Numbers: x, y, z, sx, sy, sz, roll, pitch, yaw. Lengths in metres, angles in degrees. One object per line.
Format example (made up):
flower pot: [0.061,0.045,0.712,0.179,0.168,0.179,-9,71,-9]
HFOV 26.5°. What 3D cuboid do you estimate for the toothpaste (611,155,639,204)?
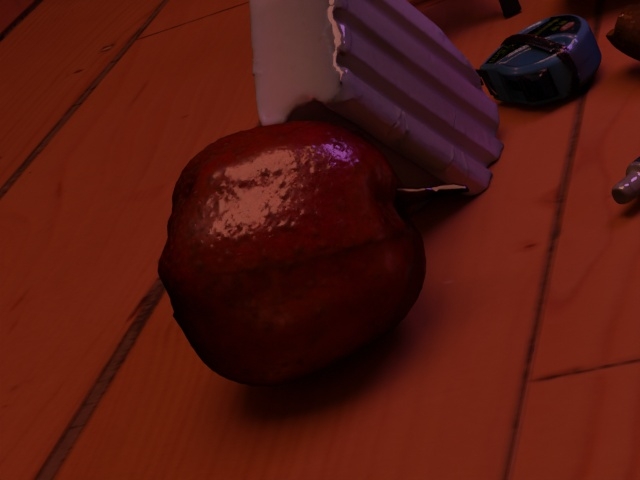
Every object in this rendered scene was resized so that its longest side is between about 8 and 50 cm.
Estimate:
toothpaste: [0.373,-0.098,1.398,0.216,0.037,0.062,-36,26,-29]

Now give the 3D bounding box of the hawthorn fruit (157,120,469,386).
hawthorn fruit: [0.000,0.000,1.310,0.300,0.254,0.254,-17,27,19]

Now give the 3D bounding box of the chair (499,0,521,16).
chair: [0.104,-0.503,1.977,0.203,0.416,0.240,-26,25,2]

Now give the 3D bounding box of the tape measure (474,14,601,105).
tape measure: [0.278,-0.225,1.676,0.125,0.081,0.146,-38,28,-18]

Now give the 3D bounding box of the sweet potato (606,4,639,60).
sweet potato: [0.425,-0.224,1.541,0.077,0.077,0.244,-40,38,-27]

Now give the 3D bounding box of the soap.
soap: [0.073,-0.163,1.516,0.115,0.347,0.208,-20,61,31]
